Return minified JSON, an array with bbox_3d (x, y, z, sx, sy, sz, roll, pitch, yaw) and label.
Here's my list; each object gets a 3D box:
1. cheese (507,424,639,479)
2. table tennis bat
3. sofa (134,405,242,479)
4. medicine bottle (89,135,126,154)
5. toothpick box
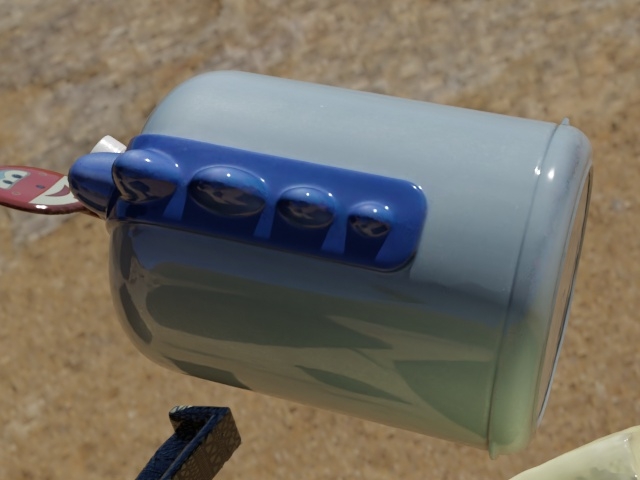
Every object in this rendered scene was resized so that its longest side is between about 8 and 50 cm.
[{"bbox_3d":[0.143,0.222,1.010,0.265,0.242,0.124,-31,62,26],"label":"cheese"},{"bbox_3d":[-0.213,-0.035,1.309,0.155,0.019,0.098,15,19,8],"label":"table tennis bat"},{"bbox_3d":[-0.117,0.179,1.255,0.060,0.039,0.118,-4,28,33],"label":"sofa"},{"bbox_3d":[-0.174,-0.056,1.480,0.089,0.052,0.052,33,50,4],"label":"medicine bottle"},{"bbox_3d":[0.000,0.000,1.133,0.355,0.263,0.263,12,41,13],"label":"toothpick box"}]
